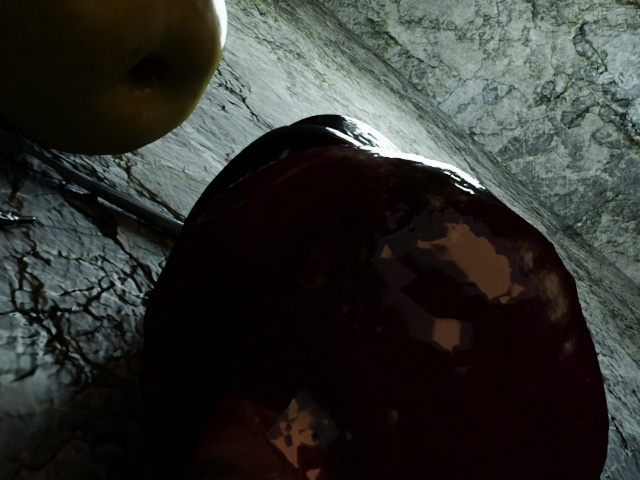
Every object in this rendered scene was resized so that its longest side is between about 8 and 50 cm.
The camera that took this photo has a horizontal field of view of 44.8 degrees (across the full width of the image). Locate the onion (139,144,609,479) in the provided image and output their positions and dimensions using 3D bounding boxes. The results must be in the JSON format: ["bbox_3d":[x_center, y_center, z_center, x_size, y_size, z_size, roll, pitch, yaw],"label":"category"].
[{"bbox_3d":[0.013,0.113,0.502,0.348,0.347,0.385,43,21,9],"label":"onion"}]

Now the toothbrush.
[{"bbox_3d":[-0.233,-0.050,0.847,0.276,0.019,0.025,29,30,-24],"label":"toothbrush"}]

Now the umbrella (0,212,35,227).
[{"bbox_3d":[-0.330,-0.011,0.618,0.044,0.044,0.269,19,5,21],"label":"umbrella"}]

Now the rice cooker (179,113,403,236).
[{"bbox_3d":[0.000,0.000,0.813,0.267,0.267,0.224,37,24,-6],"label":"rice cooker"}]

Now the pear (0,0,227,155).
[{"bbox_3d":[-0.255,-0.242,0.816,0.314,0.314,0.314,33,23,-16],"label":"pear"}]
